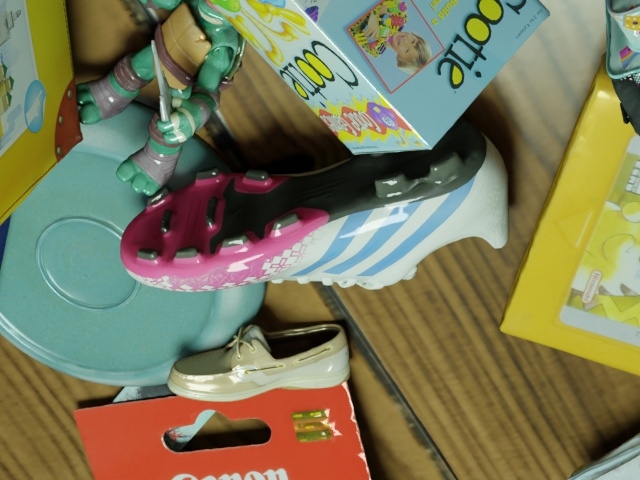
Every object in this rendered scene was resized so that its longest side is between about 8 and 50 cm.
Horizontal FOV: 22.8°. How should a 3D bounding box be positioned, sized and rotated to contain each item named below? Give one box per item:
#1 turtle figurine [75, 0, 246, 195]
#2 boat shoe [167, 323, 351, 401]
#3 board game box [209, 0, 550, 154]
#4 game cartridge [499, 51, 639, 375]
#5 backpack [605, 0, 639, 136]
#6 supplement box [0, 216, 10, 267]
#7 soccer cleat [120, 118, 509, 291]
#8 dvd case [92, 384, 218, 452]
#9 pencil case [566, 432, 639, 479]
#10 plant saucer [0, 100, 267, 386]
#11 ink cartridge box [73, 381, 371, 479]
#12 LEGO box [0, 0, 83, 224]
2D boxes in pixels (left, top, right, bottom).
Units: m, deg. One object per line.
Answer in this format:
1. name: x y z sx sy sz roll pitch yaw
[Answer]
1. turtle figurine: -0.117 -0.147 1.256 0.118 0.175 0.234 -5 151 -31
2. boat shoe: -0.056 0.104 1.442 0.170 0.063 0.059 -7 119 -14
3. board game box: 0.004 -0.208 1.139 0.275 0.144 0.142 46 165 -16
4. game cartridge: 0.336 0.017 1.278 0.323 0.053 0.285 19 131 5
5. backpack: 0.291 -0.170 1.097 0.188 0.166 0.144 -11 130 20
6. supplement box: -0.482 0.005 1.394 0.356 0.194 0.195 24 122 10
7. soccer cleat: 0.000 0.000 1.319 0.331 0.116 0.143 -15 135 15
8. dvd case: -0.163 0.172 1.570 0.087 0.013 0.119 35 127 -9
9. pencil case: 0.310 0.195 1.338 0.124 0.113 0.273 12 148 -14
10. plant saucer: -0.205 0.014 1.445 0.317 0.044 0.318 7 123 11
11. ink cartridge box: -0.082 0.339 1.521 0.308 0.091 0.385 -9 100 23
12. LEGO box: -0.342 -0.226 1.083 0.193 0.372 0.500 4 118 14
